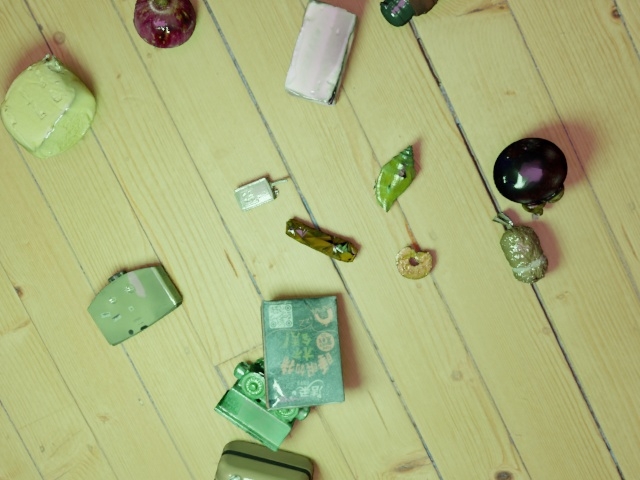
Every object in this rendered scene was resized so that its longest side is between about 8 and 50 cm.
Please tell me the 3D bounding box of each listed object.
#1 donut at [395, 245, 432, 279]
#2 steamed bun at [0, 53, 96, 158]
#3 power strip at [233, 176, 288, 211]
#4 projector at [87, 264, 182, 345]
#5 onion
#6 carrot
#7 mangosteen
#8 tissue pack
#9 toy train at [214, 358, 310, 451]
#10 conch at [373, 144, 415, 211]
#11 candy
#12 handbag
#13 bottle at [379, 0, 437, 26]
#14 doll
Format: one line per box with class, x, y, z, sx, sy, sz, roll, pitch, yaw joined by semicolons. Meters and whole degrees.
donut;0.272;0.065;1.863;0.108;0.043;0.097;23;101;3
steamed bun;-0.798;-0.394;1.881;0.232;0.166;0.273;40;97;13
power strip;-0.176;-0.146;1.891;0.175;0.042;0.075;-22;94;11
projector;-0.585;0.187;1.979;0.269;0.088;0.193;-31;93;11
onion;-0.442;-0.632;1.801;0.177;0.153;0.177;0;88;10
carrot;0.000;0.001;1.884;0.228;0.069;0.069;24;101;4
mangosteen;0.578;-0.168;1.724;0.194;0.194;0.230;-30;121;11
tissue pack;-0.055;0.325;1.846;0.228;0.103;0.316;-3;75;-7
toy train;-0.169;0.490;1.942;0.266;0.145;0.202;34;104;1
conch;0.218;-0.185;1.820;0.095;0.079;0.201;45;112;18
candy;0.003;-0.519;1.769;0.155;0.116;0.265;17;101;6
handbag;-0.180;0.743;1.912;0.301;0.283;0.149;14;103;5
bottle;0.276;-0.691;1.697;0.271;0.143;0.156;-45;130;9
doll;0.567;0.016;1.787;0.105;0.115;0.221;-22;89;21
